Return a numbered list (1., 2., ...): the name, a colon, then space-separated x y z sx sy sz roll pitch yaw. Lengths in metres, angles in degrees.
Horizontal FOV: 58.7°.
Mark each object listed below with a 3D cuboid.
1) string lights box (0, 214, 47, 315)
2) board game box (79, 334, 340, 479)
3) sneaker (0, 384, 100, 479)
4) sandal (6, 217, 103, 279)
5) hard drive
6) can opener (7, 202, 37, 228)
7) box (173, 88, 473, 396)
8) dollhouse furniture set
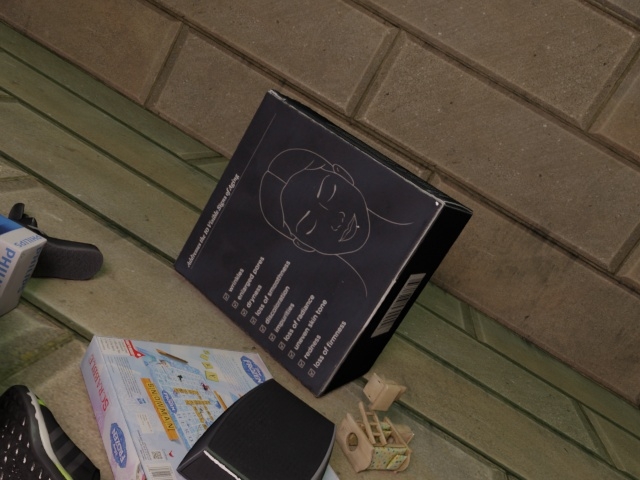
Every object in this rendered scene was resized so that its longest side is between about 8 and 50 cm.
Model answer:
1. string lights box: -0.574 -0.002 0.868 0.259 0.133 0.077 29 13 -3
2. board game box: -0.166 0.281 0.857 0.317 0.066 0.319 17 20 -41
3. sneaker: -0.310 0.267 0.651 0.234 0.084 0.097 42 -5 36
4. sandal: -0.514 0.018 1.018 0.054 0.097 0.254 41 7 34
5. hard drive: -0.068 0.286 0.791 0.172 0.054 0.254 34 16 9
6. can opener: -0.582 -0.025 1.097 0.073 0.059 0.186 -7 20 -23
7. box: 0.000 0.000 1.303 0.471 0.480 0.297 37 14 22
8. dollhouse furniture set: 0.151 0.348 1.069 0.181 0.161 0.101 18 19 -37
